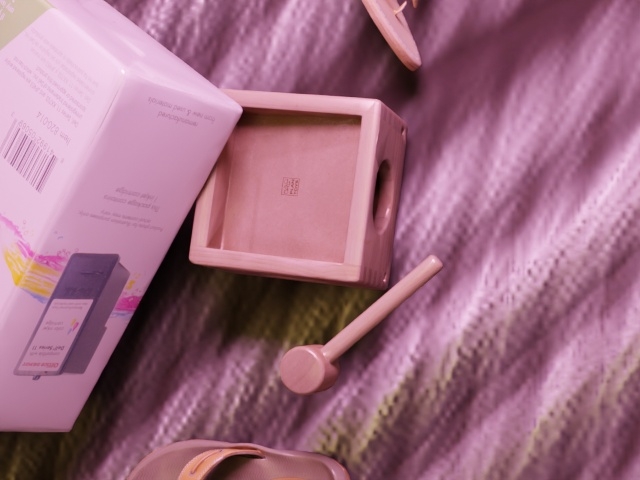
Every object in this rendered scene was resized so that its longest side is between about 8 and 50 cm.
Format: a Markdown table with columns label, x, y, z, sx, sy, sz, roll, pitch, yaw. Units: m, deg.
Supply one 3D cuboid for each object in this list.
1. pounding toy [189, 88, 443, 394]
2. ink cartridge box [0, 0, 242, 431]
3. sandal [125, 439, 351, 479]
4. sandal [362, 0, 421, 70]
| label | x | y | z | sx | sy | sz | roll | pitch | yaw |
| --- | --- | --- | --- | --- | --- | --- | --- | --- | --- |
| pounding toy | 0.008 | 0.007 | 0.838 | 0.181 | 0.094 | 0.206 | 6 | 86 | 18 |
| ink cartridge box | -0.232 | -0.002 | 0.859 | 0.207 | 0.119 | 0.353 | 40 | 107 | 35 |
| sandal | -0.068 | 0.184 | 0.865 | 0.180 | 0.049 | 0.072 | -3 | 83 | 17 |
| sandal | 0.047 | -0.247 | 0.860 | 0.079 | 0.088 | 0.240 | -29 | 71 | 18 |
